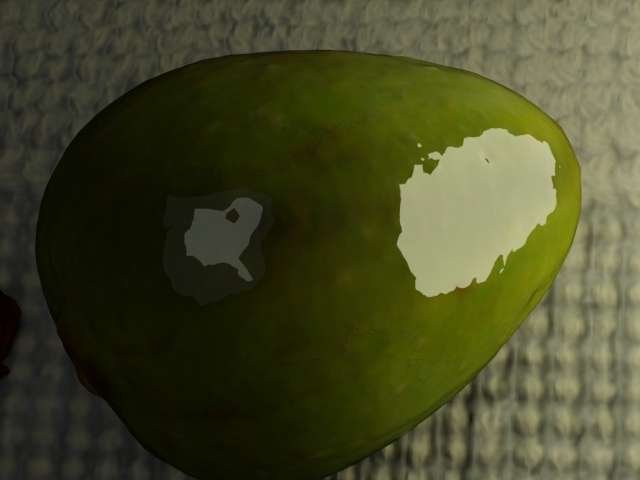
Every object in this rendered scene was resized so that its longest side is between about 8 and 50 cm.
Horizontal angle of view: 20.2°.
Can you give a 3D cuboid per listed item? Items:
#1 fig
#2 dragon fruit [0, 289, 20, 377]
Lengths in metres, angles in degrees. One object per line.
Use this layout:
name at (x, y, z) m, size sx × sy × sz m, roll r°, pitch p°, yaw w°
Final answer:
fig at (0.000, 0.000, 1.056) m, size 0.326 × 0.258 × 0.258 m, roll -21°, pitch 68°, yaw -11°
dragon fruit at (-0.248, 0.091, 1.179) m, size 0.097 × 0.063 × 0.131 m, roll -4°, pitch 66°, yaw 44°
